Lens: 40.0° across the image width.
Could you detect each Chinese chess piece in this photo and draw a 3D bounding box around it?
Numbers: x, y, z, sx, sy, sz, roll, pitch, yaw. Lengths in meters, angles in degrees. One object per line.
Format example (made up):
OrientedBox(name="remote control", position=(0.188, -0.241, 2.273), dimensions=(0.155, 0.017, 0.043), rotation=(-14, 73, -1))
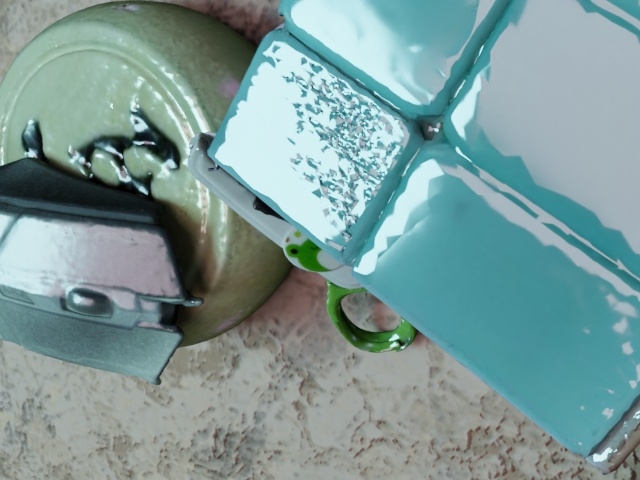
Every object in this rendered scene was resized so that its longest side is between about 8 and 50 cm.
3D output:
OrientedBox(name="Chinese chess piece", position=(-0.127, -0.044, 0.634), dimensions=(0.250, 0.101, 0.250), rotation=(8, 106, 29))

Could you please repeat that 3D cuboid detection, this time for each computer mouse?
OrientedBox(name="computer mouse", position=(-0.182, 0.022, 0.580), dimensions=(0.231, 0.071, 0.126), rotation=(19, 113, 24))

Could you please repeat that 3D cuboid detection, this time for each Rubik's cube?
OrientedBox(name="Rubik's cube", position=(0.125, -0.077, 0.406), dimensions=(0.231, 0.221, 0.224), rotation=(39, 118, 17))

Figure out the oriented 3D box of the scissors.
OrientedBox(name="scissors", position=(0.000, 0.000, 0.548), dimensions=(0.204, 0.027, 0.101), rotation=(36, 123, -24))
